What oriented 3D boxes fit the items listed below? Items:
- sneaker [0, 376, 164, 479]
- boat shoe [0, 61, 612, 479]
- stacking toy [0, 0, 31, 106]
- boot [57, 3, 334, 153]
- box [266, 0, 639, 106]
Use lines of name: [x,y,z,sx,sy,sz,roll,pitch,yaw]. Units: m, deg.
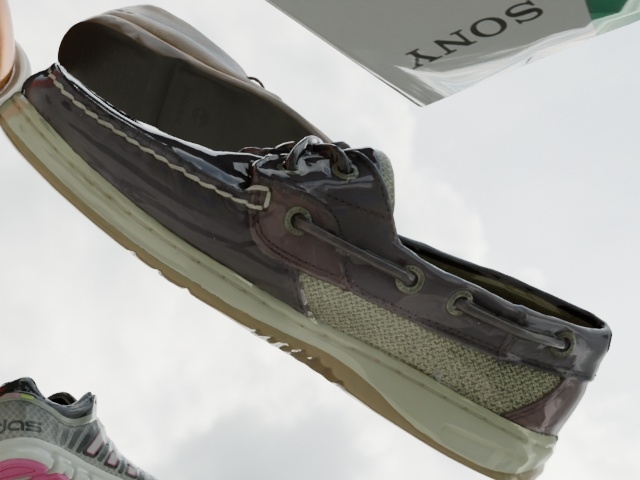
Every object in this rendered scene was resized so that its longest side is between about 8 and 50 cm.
sneaker: [-0.139,0.127,0.912,0.063,0.170,0.075,-24,-123,20]
boat shoe: [0.000,0.000,0.664,0.285,0.103,0.092,33,-85,-13]
stacking toy: [-0.373,-0.324,1.183,0.350,0.350,0.480,29,-59,30]
boot: [-0.065,-0.107,1.317,0.305,0.115,0.112,35,-57,6]
box: [0.002,-0.147,0.258,0.232,0.322,0.058,-20,-126,41]
